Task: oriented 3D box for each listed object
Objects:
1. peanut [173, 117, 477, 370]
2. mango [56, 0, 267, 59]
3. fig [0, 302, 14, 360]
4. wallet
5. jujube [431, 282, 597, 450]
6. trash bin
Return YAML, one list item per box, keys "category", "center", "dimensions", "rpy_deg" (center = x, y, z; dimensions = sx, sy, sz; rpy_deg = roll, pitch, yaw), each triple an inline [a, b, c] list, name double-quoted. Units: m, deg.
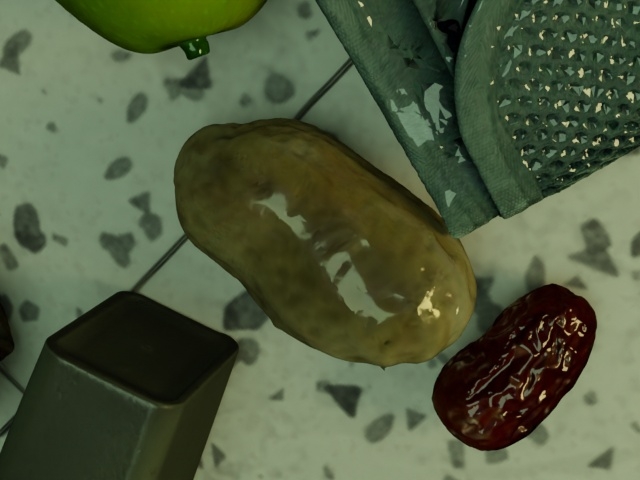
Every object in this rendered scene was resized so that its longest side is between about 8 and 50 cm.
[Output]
- category: "peanut"
  center: [0.000, 0.000, 0.744]
  dimensions: [0.224, 0.129, 0.129]
  rpy_deg: [40, 110, 10]
- category: "mango"
  center: [-0.150, -0.275, 0.690]
  dimensions: [0.192, 0.156, 0.343]
  rpy_deg: [-38, 95, 19]
- category: "fig"
  center: [-0.333, 0.076, 0.826]
  dimensions: [0.205, 0.205, 0.205]
  rpy_deg: [4, 105, 14]
- category: "wallet"
  center: [0.173, -0.173, 0.640]
  dimensions: [0.342, 0.075, 0.237]
  rpy_deg: [-30, 107, 8]
- category: "jujube"
  center: [0.135, 0.086, 0.760]
  dimensions: [0.077, 0.077, 0.129]
  rpy_deg: [40, 99, 2]
- category: "trash bin"
  center: [-0.164, 0.177, 0.810]
  dimensions: [0.122, 0.164, 0.240]
  rpy_deg: [25, 108, 7]
